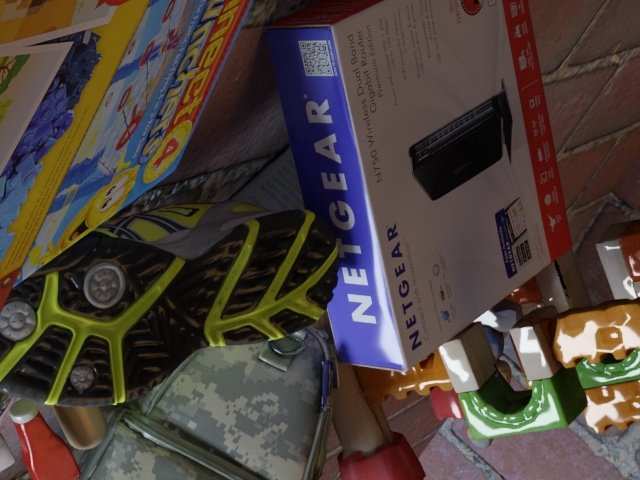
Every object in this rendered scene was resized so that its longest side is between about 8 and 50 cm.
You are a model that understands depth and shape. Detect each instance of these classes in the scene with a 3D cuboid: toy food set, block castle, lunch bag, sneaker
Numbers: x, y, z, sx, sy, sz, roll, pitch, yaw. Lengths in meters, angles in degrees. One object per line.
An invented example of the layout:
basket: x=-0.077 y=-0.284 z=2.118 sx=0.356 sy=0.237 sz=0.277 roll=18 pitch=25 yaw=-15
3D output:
toy food set: x=-0.282 y=0.168 z=1.567 sx=0.232 sy=0.111 sz=0.104 roll=-32 pitch=128 yaw=-18
block castle: x=0.251 y=0.136 z=1.750 sx=0.453 sy=0.213 sz=0.303 roll=-14 pitch=-167 yaw=33
lunch bag: x=-0.111 y=0.185 z=1.732 sx=0.256 sy=0.212 sz=0.305 roll=-63 pitch=-169 yaw=-9
sneaker: x=-0.168 y=0.048 z=1.494 sx=0.384 sy=0.147 sz=0.145 roll=-7 pitch=103 yaw=-39

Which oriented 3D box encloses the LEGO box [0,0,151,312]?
LEGO box: x=-0.248 y=-0.142 z=0.787 sx=0.372 sy=0.193 sz=0.500 roll=-25 pitch=151 yaw=-54

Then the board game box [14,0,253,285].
board game box: x=-0.158 y=-0.123 z=1.170 sx=0.302 sy=0.086 sz=0.308 roll=-42 pitch=164 yaw=-52

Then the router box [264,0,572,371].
router box: x=0.104 y=-0.089 z=1.661 sx=0.301 sy=0.082 sz=0.335 roll=-33 pitch=118 yaw=-44

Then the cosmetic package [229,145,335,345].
cosmetic package: x=0.000 y=0.000 z=1.803 sx=0.183 sy=0.151 sz=0.151 roll=-44 pitch=163 yaw=-16
